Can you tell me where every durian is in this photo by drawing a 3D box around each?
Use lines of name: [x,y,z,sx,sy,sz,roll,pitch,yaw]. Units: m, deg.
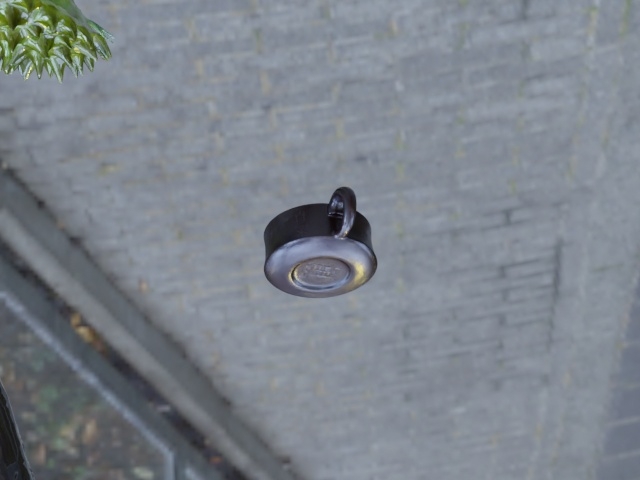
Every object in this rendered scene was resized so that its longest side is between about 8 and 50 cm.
durian: [-0.321,-0.252,1.239,0.355,0.169,0.157,39,139,-18]

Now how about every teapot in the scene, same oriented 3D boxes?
teapot: [0.000,0.000,0.882,0.068,0.045,0.100,8,142,-20]

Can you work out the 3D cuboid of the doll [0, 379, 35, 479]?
doll: [-0.105,-0.028,0.298,0.057,0.165,0.139,-16,137,-15]
